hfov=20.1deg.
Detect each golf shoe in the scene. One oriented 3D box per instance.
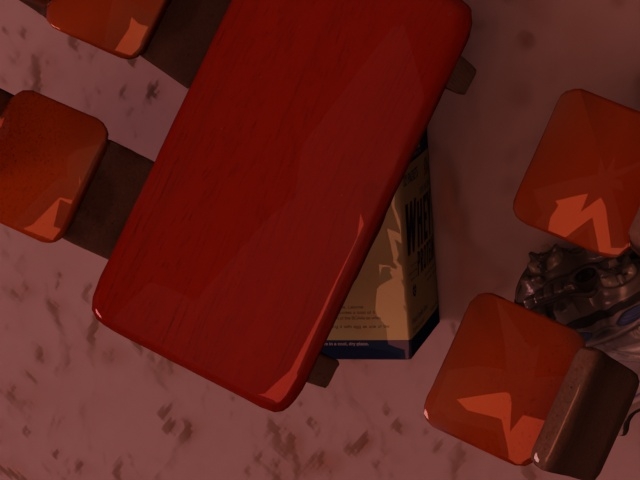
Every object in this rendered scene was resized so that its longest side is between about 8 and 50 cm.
[{"bbox_3d":[0.165,0.019,0.681,0.176,0.069,0.086,-20,117,23],"label":"golf shoe"}]

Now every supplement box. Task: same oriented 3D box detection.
[{"bbox_3d":[0.000,0.000,0.717,0.083,0.056,0.083,-1,102,15],"label":"supplement box"}]

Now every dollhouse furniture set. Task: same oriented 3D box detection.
[{"bbox_3d":[0.009,-0.074,0.610,0.262,0.135,0.259,24,89,18],"label":"dollhouse furniture set"}]
